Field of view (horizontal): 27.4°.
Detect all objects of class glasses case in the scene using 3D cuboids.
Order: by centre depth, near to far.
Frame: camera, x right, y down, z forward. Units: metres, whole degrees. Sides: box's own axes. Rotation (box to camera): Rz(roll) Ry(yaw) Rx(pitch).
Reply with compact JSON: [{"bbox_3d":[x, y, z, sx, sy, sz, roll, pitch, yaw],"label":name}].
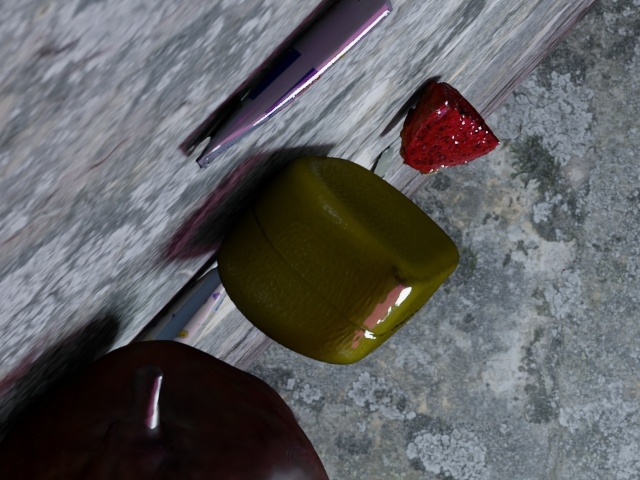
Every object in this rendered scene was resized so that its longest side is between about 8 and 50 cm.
[{"bbox_3d":[0.012,0.018,1.200,0.141,0.173,0.371,-48,173,11],"label":"glasses case"}]

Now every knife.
[{"bbox_3d":[0.084,-0.094,1.936,0.047,0.017,0.298,-39,175,-10],"label":"knife"}]

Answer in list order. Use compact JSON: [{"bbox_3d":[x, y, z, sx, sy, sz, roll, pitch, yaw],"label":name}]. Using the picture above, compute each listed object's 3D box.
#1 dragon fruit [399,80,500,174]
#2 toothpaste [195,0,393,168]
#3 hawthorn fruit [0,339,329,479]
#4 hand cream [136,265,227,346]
[{"bbox_3d":[0.139,-0.143,1.637,0.106,0.083,0.162,-38,153,18],"label":"dragon fruit"},{"bbox_3d":[-0.013,-0.104,0.795,0.170,0.028,0.045,-44,-177,-2],"label":"toothpaste"},{"bbox_3d":[-0.127,0.231,1.065,0.308,0.308,0.325,-45,-171,-13],"label":"hawthorn fruit"},{"bbox_3d":[-0.135,0.081,1.263,0.170,0.043,0.065,-51,-178,-1],"label":"hand cream"}]
